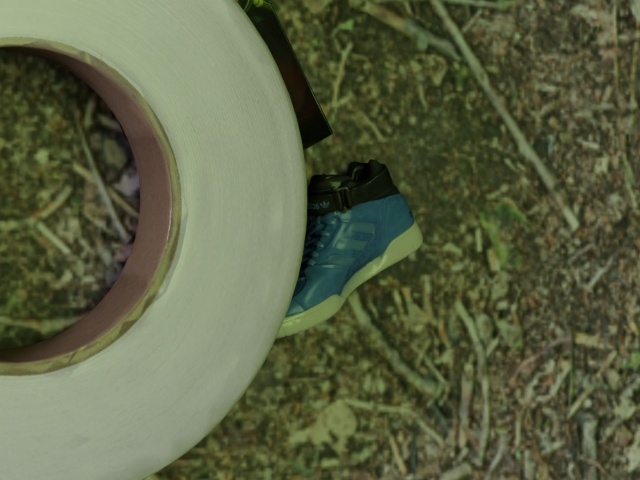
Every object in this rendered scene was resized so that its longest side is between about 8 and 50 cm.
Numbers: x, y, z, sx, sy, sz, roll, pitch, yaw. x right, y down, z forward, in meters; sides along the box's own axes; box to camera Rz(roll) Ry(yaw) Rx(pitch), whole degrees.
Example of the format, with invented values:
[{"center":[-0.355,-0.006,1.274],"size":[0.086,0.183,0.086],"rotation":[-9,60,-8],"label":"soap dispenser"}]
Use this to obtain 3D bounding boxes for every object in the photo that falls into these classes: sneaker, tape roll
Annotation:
[{"center":[-0.001,0.000,1.283],"size":[0.152,0.058,0.085],"rotation":[-34,109,-28],"label":"sneaker"},{"center":[-0.197,-0.021,1.160],"size":[0.392,0.072,0.392],"rotation":[-2,94,-24],"label":"tape roll"}]

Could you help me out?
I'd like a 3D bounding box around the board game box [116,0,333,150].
[{"center":[-0.103,-0.158,1.259],"size":[0.136,0.030,0.260],"rotation":[-29,101,-22],"label":"board game box"}]
